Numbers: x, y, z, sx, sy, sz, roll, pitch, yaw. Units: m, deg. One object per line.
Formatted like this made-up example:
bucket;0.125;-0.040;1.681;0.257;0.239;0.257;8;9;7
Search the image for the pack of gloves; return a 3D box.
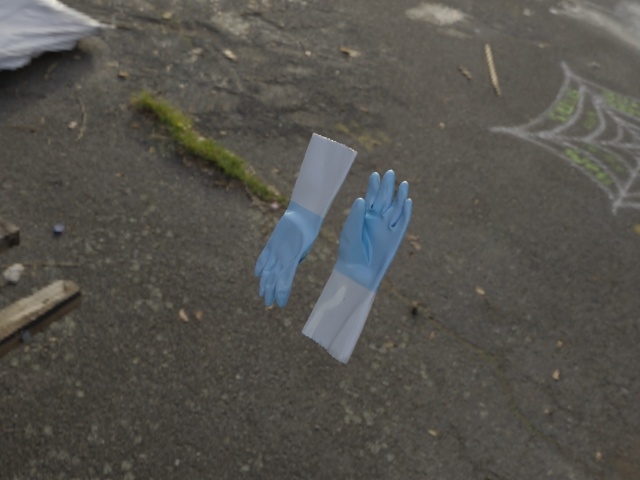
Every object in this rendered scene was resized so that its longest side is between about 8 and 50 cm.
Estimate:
pack of gloves;0.000;0.000;0.975;0.195;0.232;0.046;30;10;39
